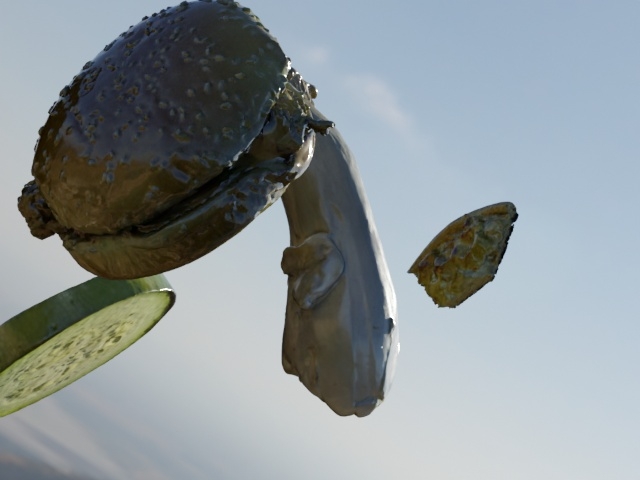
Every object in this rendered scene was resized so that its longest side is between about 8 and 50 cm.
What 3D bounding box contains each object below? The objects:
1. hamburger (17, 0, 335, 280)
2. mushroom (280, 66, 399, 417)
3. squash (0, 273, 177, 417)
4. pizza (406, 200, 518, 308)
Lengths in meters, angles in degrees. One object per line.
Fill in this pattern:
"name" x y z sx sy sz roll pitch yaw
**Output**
"hamburger" -0.112 -0.067 1.249 0.122 0.215 0.189 55 -5 -34
"mushroom" 0.001 0.001 1.405 0.099 0.278 0.096 -11 -4 -30
"squash" -0.264 0.101 1.885 0.049 0.252 0.252 58 1 12
"pizza" 0.158 0.017 2.041 0.035 0.160 0.099 27 43 -31
